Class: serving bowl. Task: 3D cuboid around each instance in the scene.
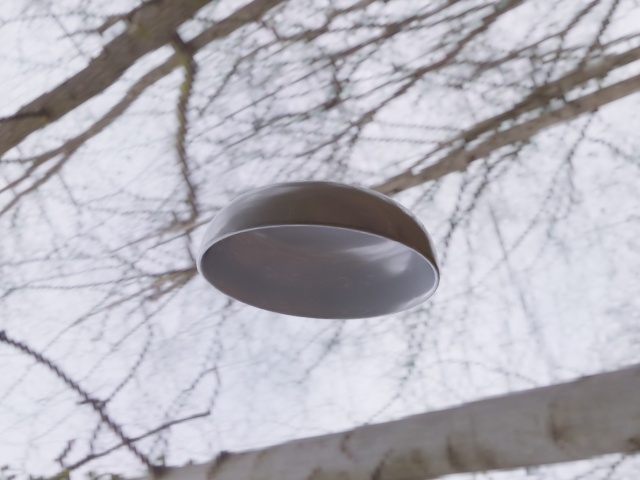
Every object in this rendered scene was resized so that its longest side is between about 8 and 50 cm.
[{"bbox_3d":[0.000,0.000,0.585,0.083,0.083,0.027,18,-118,-27],"label":"serving bowl"}]
